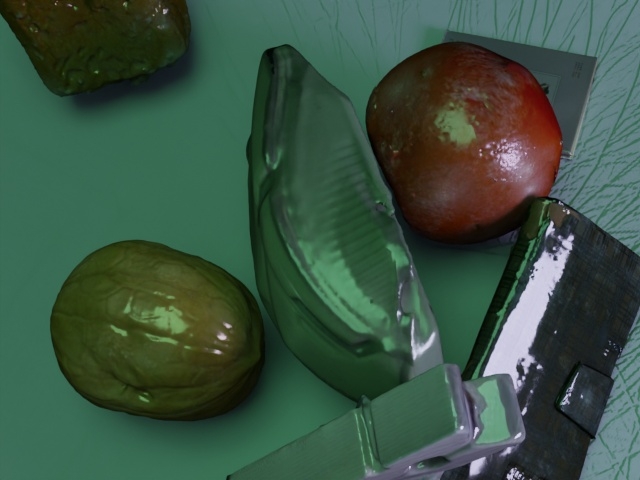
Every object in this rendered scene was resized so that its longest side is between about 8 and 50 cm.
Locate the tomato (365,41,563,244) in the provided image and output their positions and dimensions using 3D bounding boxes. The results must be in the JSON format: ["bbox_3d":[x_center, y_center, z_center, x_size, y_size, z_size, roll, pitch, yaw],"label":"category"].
[{"bbox_3d":[0.149,-0.103,1.221,0.184,0.208,0.208,-23,66,3],"label":"tomato"}]

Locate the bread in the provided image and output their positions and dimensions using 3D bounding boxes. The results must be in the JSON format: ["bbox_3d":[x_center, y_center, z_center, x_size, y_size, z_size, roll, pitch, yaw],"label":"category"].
[{"bbox_3d":[-0.266,-0.297,1.382,0.195,0.246,0.176,-14,40,11],"label":"bread"}]

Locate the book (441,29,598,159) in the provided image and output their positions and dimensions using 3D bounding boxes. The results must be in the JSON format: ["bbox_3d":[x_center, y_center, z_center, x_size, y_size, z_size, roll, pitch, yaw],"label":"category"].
[{"bbox_3d":[0.209,-0.166,1.337,0.181,0.014,0.127,14,73,17],"label":"book"}]

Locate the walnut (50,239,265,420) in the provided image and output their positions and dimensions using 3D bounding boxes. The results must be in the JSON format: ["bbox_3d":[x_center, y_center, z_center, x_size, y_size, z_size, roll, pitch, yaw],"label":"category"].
[{"bbox_3d":[-0.164,0.093,1.218,0.225,0.193,0.193,5,70,23],"label":"walnut"}]

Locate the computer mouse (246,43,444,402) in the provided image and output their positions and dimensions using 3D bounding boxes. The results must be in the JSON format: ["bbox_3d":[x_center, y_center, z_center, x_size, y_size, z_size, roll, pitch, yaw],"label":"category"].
[{"bbox_3d":[-0.004,-0.001,1.201,0.145,0.228,0.429,-18,63,-4],"label":"computer mouse"}]

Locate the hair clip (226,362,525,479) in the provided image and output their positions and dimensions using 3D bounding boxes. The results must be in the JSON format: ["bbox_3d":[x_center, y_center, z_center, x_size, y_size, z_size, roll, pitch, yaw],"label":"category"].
[{"bbox_3d":[0.038,0.194,1.081,0.330,0.101,0.085,-37,51,44],"label":"hair clip"}]

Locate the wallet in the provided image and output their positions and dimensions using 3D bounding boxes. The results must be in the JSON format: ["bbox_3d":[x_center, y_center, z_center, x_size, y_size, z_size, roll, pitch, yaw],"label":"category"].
[{"bbox_3d":[0.213,0.130,1.151,0.044,0.169,0.317,-1,62,60],"label":"wallet"}]
